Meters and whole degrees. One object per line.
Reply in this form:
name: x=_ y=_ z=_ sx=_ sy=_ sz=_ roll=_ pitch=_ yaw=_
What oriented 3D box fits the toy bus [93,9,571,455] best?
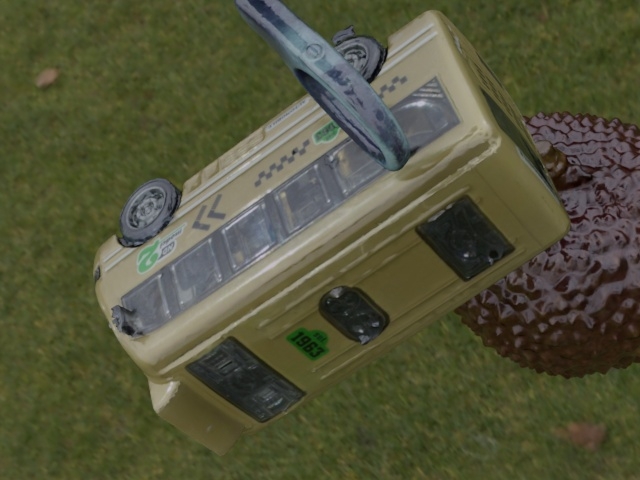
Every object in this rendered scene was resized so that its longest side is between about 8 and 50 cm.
toy bus: x=0.000 y=0.000 z=0.992 sx=0.365 sy=0.177 sz=0.202 roll=-35 pitch=42 yaw=16

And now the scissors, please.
scissors: x=-0.086 y=-0.208 z=0.858 sx=0.029 sy=0.256 sz=0.383 roll=-40 pitch=49 yaw=-7

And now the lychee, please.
lychee: x=0.253 y=0.008 z=1.231 sx=0.275 sy=0.304 sz=0.276 roll=-13 pitch=51 yaw=16
